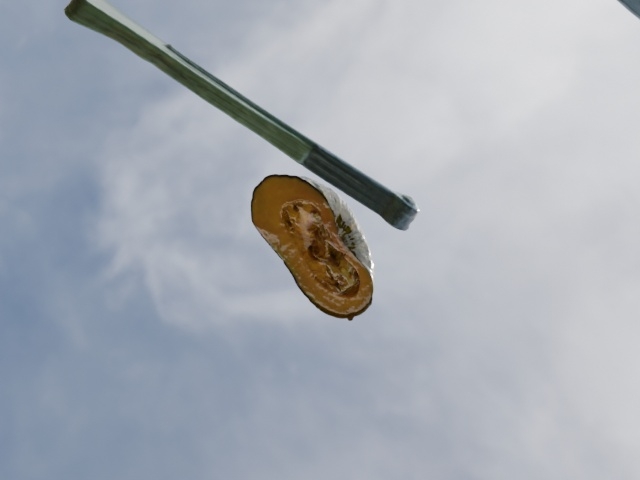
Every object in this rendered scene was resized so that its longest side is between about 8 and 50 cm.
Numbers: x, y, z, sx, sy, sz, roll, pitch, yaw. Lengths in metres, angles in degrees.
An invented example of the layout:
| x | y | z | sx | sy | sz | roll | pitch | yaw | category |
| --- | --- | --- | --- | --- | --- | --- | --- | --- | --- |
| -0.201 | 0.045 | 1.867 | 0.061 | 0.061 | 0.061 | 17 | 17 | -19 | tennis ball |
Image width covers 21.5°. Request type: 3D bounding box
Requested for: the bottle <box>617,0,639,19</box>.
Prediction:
| x | y | z | sx | sy | sz | roll | pitch | yaw | category |
| --- | --- | --- | --- | --- | --- | --- | --- | --- | --- |
| 0.074 | -0.168 | 0.546 | 0.083 | 0.083 | 0.270 | -40 | -129 | 14 | bottle |

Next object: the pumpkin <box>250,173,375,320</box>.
| x | y | z | sx | sy | sz | roll | pitch | yaw | category |
| --- | --- | --- | --- | --- | --- | --- | --- | --- | --- |
| 0.001 | -0.001 | 0.830 | 0.050 | 0.083 | 0.028 | -18 | -166 | 40 | pumpkin |

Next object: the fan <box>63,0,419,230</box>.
| x | y | z | sx | sy | sz | roll | pitch | yaw | category |
| --- | --- | --- | --- | --- | --- | --- | --- | --- | --- |
| -0.035 | -0.063 | 0.797 | 0.016 | 0.193 | 0.038 | -56 | -178 | 19 | fan |
